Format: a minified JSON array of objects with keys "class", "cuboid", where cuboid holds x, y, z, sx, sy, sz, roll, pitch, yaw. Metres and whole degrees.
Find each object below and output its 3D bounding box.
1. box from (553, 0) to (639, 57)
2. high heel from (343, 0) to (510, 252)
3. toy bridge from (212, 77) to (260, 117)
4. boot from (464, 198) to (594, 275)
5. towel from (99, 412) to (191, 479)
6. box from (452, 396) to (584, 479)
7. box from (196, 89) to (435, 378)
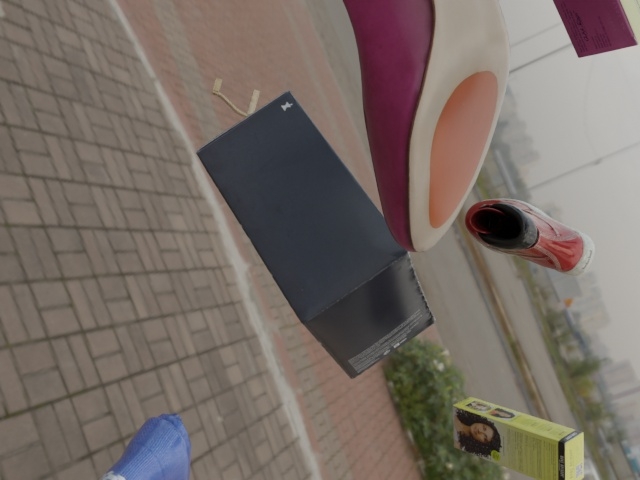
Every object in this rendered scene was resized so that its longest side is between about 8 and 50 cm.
[{"class":"box","cuboid":[0.503,-0.478,1.339,0.243,0.117,0.214,-48,118,-28]},{"class":"high heel","cuboid":[0.042,-0.182,0.582,0.127,0.181,0.378,-21,123,-45]},{"class":"toy bridge","cuboid":[-0.149,-0.300,1.718,0.026,0.188,0.063,154,-48,-77]},{"class":"boot","cuboid":[0.256,-0.028,1.143,0.176,0.088,0.244,17,6,-30]},{"class":"towel","cuboid":[-0.164,0.260,0.366,0.336,0.040,0.243,-52,165,-39]},{"class":"box","cuboid":[0.333,0.343,1.335,0.058,0.232,0.087,-14,104,-40]},{"class":"box","cuboid":[0.000,0.000,1.232,0.343,0.179,0.312,55,-2,28]}]
